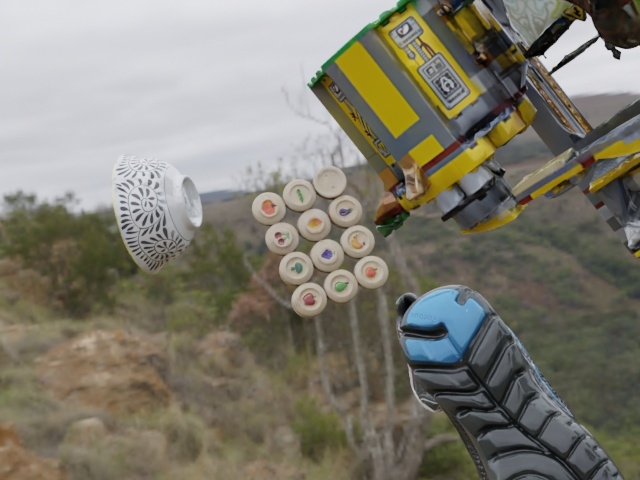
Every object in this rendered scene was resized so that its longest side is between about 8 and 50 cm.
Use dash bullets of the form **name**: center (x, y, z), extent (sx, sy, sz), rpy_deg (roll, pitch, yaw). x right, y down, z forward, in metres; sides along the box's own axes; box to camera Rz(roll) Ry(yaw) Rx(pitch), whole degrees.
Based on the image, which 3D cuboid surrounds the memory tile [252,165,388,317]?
- **memory tile**: center (0.000, 0.000, 1.118), extent (0.113, 0.148, 0.012), rpy_deg (-22, -12, -10)

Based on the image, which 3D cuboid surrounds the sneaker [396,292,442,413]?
- **sneaker**: center (0.130, 0.140, 1.326), extent (0.072, 0.077, 0.178), rpy_deg (-29, 42, 4)

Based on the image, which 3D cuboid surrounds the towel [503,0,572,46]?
- **towel**: center (0.242, -0.446, 1.385), extent (0.090, 0.320, 0.374), rpy_deg (-45, -8, -27)

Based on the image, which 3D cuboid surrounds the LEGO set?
- **LEGO set**: center (0.180, -0.087, 0.411), extent (0.331, 0.192, 0.255), rpy_deg (-38, 3, 21)

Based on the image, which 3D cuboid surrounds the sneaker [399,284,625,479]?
- **sneaker**: center (0.198, 0.195, 0.938), extent (0.125, 0.340, 0.140), rpy_deg (-31, -26, 14)

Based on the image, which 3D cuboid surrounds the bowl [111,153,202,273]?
- **bowl**: center (-0.211, -0.044, 1.411), extent (0.080, 0.170, 0.170), rpy_deg (-12, 0, 13)
